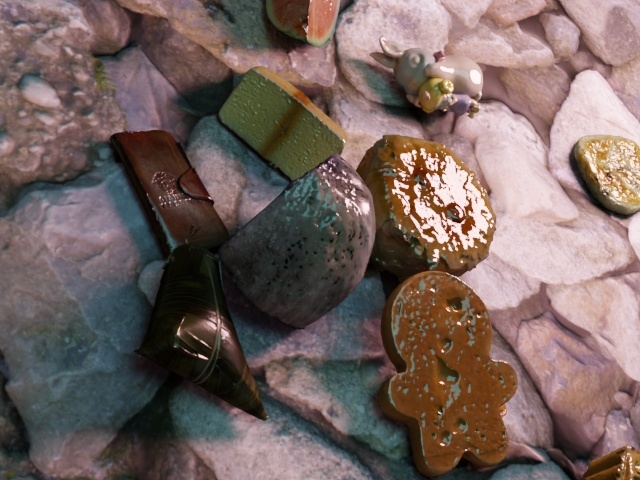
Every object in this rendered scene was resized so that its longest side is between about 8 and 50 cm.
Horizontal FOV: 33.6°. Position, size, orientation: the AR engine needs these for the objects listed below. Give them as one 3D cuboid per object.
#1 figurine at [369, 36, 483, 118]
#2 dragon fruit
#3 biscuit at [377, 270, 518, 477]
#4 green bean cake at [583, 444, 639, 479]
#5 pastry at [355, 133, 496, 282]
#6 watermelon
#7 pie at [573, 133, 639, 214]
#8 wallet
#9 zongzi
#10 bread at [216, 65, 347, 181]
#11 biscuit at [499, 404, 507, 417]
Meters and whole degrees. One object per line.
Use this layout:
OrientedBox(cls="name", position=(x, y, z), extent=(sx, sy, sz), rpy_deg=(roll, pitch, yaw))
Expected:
OrientedBox(cls="figurine", position=(0.225, -0.348, 2.284), extent=(0.235, 0.127, 0.155), rpy_deg=(10, 63, -22))
OrientedBox(cls="dragon fruit", position=(0.000, 0.000, 1.780), extent=(0.204, 0.221, 0.283), rpy_deg=(48, 31, 0))
OrientedBox(cls="biscuit", position=(0.215, 0.229, 1.854), extent=(0.275, 0.052, 0.355), rpy_deg=(-7, 76, -27))
OrientedBox(cls="green bean cake", position=(0.574, 0.507, 1.891), extent=(0.224, 0.131, 0.230), rpy_deg=(36, 47, -9))
OrientedBox(cls="pastry", position=(0.196, -0.053, 2.032), extent=(0.329, 0.136, 0.330), rpy_deg=(18, 53, -25))
OrientedBox(cls="watermelon", position=(-0.026, -0.475, 2.226), extent=(0.146, 0.128, 0.231), rpy_deg=(38, 53, -45))
OrientedBox(cls="pie", position=(0.698, -0.166, 2.513), extent=(0.240, 0.054, 0.240), rpy_deg=(16, 53, -23))
OrientedBox(cls="wallet", position=(-0.256, -0.085, 1.824), extent=(0.137, 0.031, 0.255), rpy_deg=(-14, 68, -39))
OrientedBox(cls="zongzi", position=(-0.164, 0.139, 1.695), extent=(0.241, 0.111, 0.248), rpy_deg=(40, 35, -29))
OrientedBox(cls="bread", position=(-0.065, -0.221, 2.055), extent=(0.240, 0.135, 0.178), rpy_deg=(39, 12, -3))
OrientedBox(cls="biscuit", position=(0.276, 0.301, 1.913), extent=(0.118, 0.023, 0.140), rpy_deg=(43, 46, -1))
